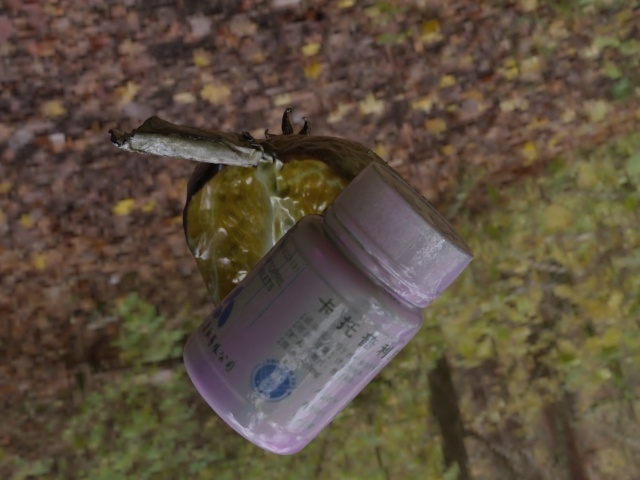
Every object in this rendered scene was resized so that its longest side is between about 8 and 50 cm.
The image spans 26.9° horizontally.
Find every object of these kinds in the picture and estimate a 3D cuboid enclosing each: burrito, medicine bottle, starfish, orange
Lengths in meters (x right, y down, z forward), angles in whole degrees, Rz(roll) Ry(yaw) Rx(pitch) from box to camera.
[{"bbox_3d":[-0.138,-0.104,1.414,0.171,0.042,0.051,8,-170,-33],"label":"burrito"},{"bbox_3d":[0.008,0.060,1.211,0.254,0.152,0.152,-47,146,12],"label":"medicine bottle"},{"bbox_3d":[-0.040,-0.127,1.778,0.078,0.091,0.028,43,146,-12],"label":"starfish"},{"bbox_3d":[0.000,0.000,1.664,0.369,0.270,0.210,4,-168,44],"label":"orange"}]
